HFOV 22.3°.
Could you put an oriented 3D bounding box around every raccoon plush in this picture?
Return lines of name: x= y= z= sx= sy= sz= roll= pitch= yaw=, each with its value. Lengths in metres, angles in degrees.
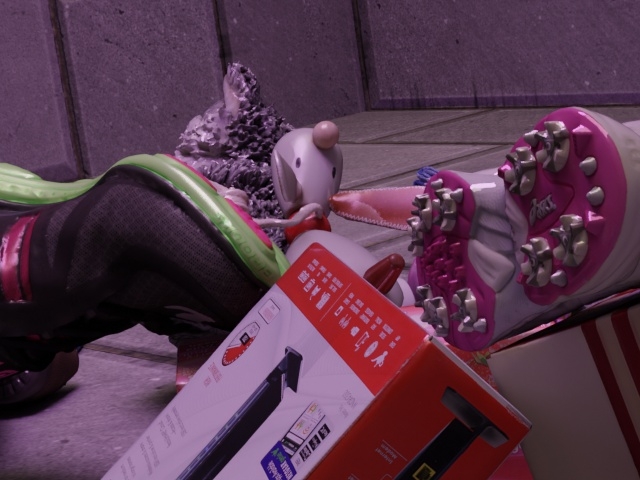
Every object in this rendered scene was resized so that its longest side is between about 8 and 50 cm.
raccoon plush: x=0.000 y=0.000 z=1.704 sx=0.447 sy=0.216 sz=0.299 roll=20 pitch=65 yaw=20

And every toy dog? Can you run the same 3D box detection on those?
toy dog: x=0.014 y=-0.006 z=1.471 sx=0.220 sy=0.161 sz=0.333 roll=-2 pitch=49 yaw=-38

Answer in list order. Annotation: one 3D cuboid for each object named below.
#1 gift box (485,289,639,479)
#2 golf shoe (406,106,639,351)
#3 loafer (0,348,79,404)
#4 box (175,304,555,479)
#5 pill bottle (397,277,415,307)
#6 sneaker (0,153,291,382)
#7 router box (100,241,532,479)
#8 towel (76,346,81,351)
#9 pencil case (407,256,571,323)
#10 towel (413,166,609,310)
gift box: x=0.274 y=0.132 z=0.941 sx=0.255 sy=0.258 sz=0.276 roll=-19 pitch=-5 yaw=-38
golf shoe: x=0.146 y=-0.001 z=0.940 sx=0.140 sy=0.115 sz=0.306 roll=-5 pitch=-6 yaw=-18
loafer: x=-0.428 y=0.132 z=1.868 sx=0.366 sy=0.133 sz=0.130 roll=10 pitch=-5 yaw=33
box: x=0.041 y=0.143 z=1.304 sx=0.300 sy=0.154 sz=0.142 roll=-8 pitch=10 yaw=-3
pill bottle: x=0.033 y=0.087 z=1.809 sx=0.137 sy=0.078 sz=0.078 roll=-13 pitch=11 yaw=-22
sneaker: x=-0.216 y=0.044 z=1.353 sx=0.483 sy=0.185 sz=0.202 roll=1 pitch=54 yaw=39
router box: x=-0.042 y=0.161 z=1.008 sx=0.301 sy=0.082 sz=0.335 roll=-48 pitch=14 yaw=-1
towel: x=-0.329 y=0.130 z=1.989 sx=0.067 sy=0.029 sz=0.119 roll=-9 pitch=11 yaw=2
pencil case: x=0.178 y=0.060 z=1.732 sx=0.124 sy=0.124 sz=0.284 roll=-10 pitch=9 yaw=-7
towel: x=0.219 y=-0.001 z=1.875 sx=0.034 sy=0.209 sz=0.285 roll=-49 pitch=15 yaw=-3
